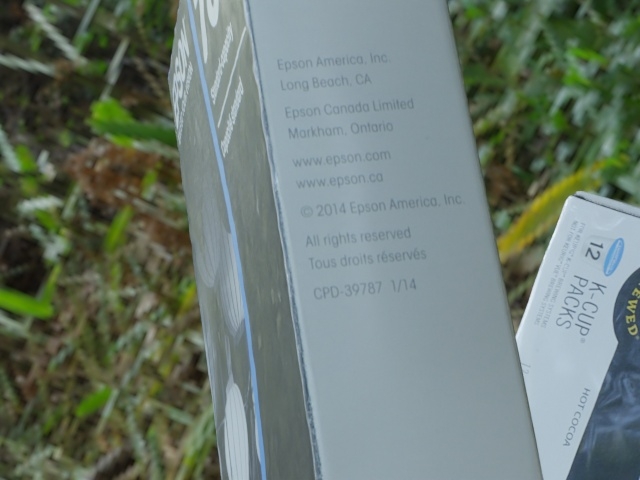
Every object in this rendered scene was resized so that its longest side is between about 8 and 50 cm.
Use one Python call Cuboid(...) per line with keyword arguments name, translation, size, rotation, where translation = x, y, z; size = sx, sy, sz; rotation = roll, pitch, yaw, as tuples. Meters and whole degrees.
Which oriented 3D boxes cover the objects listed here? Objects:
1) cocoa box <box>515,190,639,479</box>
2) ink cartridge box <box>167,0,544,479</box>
Cuboid(name="cocoa box", translation=(0.271, 0.143, 0.864), size=(0.228, 0.347, 0.231), rotation=(22, 92, 40))
Cuboid(name="ink cartridge box", translation=(0.000, 0.000, 0.471), size=(0.165, 0.065, 0.332), rotation=(114, 150, -66))
